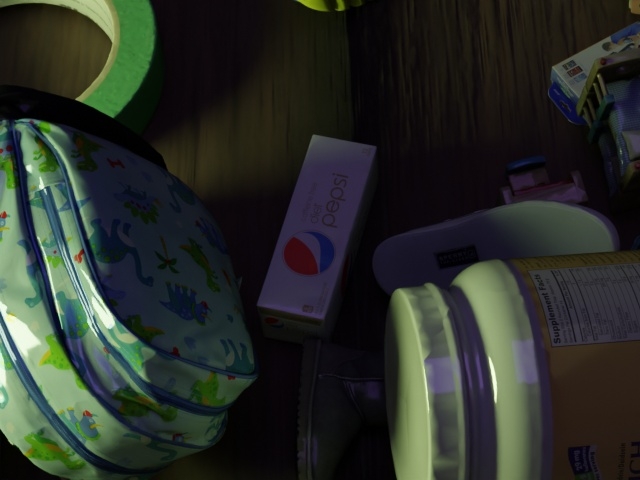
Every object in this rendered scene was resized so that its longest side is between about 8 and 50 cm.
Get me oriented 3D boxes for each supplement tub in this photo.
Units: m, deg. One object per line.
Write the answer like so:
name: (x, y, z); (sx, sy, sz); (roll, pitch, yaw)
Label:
supplement tub: (0.235, 0.130, 1.289); (0.331, 0.241, 0.241); (-4, 58, -7)

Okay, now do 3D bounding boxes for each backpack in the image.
backpack: (-0.206, 0.052, 1.369); (0.273, 0.290, 0.356); (-18, 61, 28)

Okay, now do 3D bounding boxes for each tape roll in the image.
tape roll: (-0.339, -0.203, 1.663); (0.321, 0.077, 0.321); (-1, 60, 1)

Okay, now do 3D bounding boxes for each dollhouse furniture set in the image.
dollhouse furniture set: (0.264, -0.098, 1.516); (0.183, 0.129, 0.129); (-13, 71, -4)

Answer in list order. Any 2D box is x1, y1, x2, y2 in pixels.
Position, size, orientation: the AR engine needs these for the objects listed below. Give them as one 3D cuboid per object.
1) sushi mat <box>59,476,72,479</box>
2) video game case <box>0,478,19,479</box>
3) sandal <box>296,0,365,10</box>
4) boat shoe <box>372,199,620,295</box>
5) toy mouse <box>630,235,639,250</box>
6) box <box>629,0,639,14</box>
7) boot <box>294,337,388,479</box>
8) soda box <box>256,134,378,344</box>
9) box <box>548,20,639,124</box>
sushi mat: (-0.277, 0.096, 1.520); (0.151, 0.019, 0.316); (-34, 62, -15)
video game case: (-0.263, 0.336, 1.358); (0.210, 0.042, 0.232); (6, 59, 7)
sandal: (0.058, -0.382, 1.735); (0.138, 0.126, 0.317); (37, 60, 27)
boat shoe: (0.177, 0.003, 1.450); (0.258, 0.095, 0.084); (-3, 12, 32)
toy mouse: (0.371, 0.029, 1.502); (0.161, 0.031, 0.143); (12, 61, 11)
box: (0.471, -0.327, 1.640); (0.232, 0.127, 0.149); (13, 65, 18)
boot: (0.081, 0.170, 1.424); (0.208, 0.076, 0.190); (5, 61, 0)
soda box: (0.000, 0.000, 1.527); (0.073, 0.069, 0.216); (11, 61, 11)
box: (0.320, -0.181, 1.638); (0.136, 0.028, 0.081); (-28, 61, -14)
